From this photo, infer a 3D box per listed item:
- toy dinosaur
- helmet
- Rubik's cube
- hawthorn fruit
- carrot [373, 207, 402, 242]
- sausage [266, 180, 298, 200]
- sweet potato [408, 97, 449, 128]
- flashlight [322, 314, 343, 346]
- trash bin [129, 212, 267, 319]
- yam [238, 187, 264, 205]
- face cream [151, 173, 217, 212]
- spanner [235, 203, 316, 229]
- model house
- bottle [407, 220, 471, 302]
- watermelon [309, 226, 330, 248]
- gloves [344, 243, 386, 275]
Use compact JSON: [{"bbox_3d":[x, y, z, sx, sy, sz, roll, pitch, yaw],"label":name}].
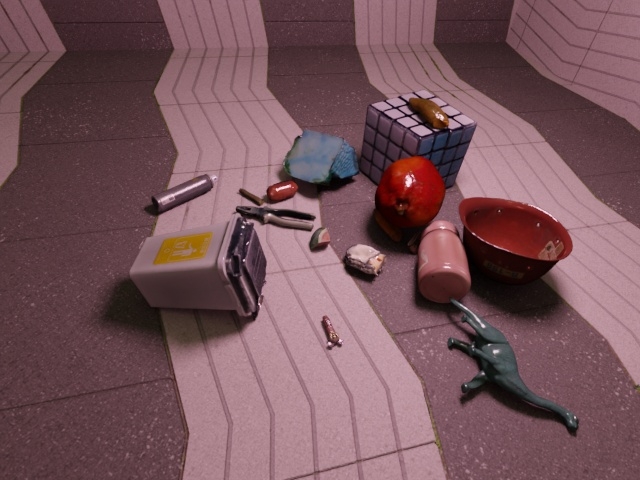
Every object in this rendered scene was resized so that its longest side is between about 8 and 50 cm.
[{"bbox_3d":[0.569,0.354,1.271,0.330,0.130,0.384,14,42,-7],"label":"toy dinosaur"},{"bbox_3d":[0.654,0.026,1.505,0.384,0.230,0.338,19,42,17],"label":"helmet"},{"bbox_3d":[0.412,-0.414,1.862,0.336,0.345,0.344,-23,50,-25],"label":"Rubik's cube"},{"bbox_3d":[0.333,-0.162,1.590,0.264,0.266,0.307,15,36,10],"label":"hawthorn fruit"},{"bbox_3d":[0.267,-0.062,1.686,0.060,0.060,0.186,-14,53,-20],"label":"carrot"},{"bbox_3d":[-0.165,-0.210,1.784,0.141,0.076,0.076,-21,50,-28],"label":"sausage"},{"bbox_3d":[0.422,-0.525,1.678,0.077,0.077,0.244,-16,50,-21],"label":"sweet potato"},{"bbox_3d":[0.032,0.280,1.320,0.051,0.031,0.110,-12,46,-17],"label":"flashlight"},{"bbox_3d":[-0.367,0.102,1.333,0.366,0.296,0.256,-6,44,9],"label":"trash bin"},{"bbox_3d":[-0.291,-0.189,1.778,0.129,0.027,0.033,33,89,23],"label":"yam"},{"bbox_3d":[-0.551,-0.203,1.734,0.283,0.073,0.073,-33,55,-33],"label":"face cream"},{"bbox_3d":[-0.182,-0.099,1.689,0.324,0.040,0.096,10,43,3],"label":"spanner"},{"bbox_3d":[0.014,-0.334,1.883,0.261,0.241,0.226,23,89,33],"label":"model house"},{"bbox_3d":[0.414,0.063,1.497,0.206,0.173,0.297,-17,37,25],"label":"bottle"},{"bbox_3d":[-0.002,-0.002,1.593,0.072,0.084,0.092,34,86,0],"label":"watermelon"},{"bbox_3d":[0.155,0.070,1.526,0.153,0.071,0.114,26,55,29],"label":"gloves"}]
